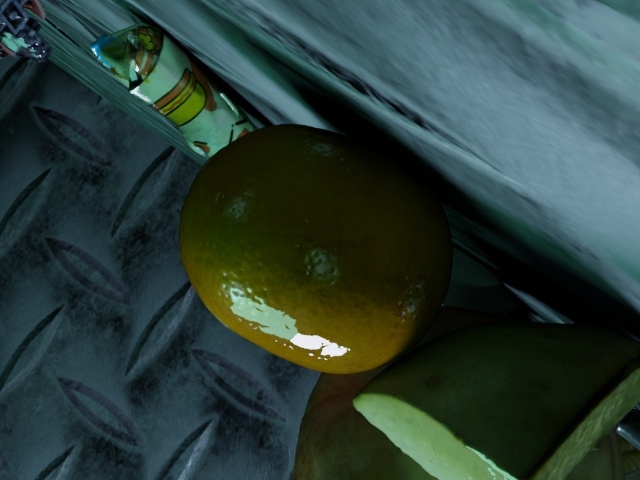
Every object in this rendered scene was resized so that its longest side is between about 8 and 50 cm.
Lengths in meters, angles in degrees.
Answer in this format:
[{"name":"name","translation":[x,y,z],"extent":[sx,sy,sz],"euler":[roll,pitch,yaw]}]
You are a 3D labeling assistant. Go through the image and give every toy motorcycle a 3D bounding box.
[{"name":"toy motorcycle","translation":[-0.341,-0.246,1.298],"extent":[0.118,0.084,0.212],"euler":[36,171,15]}]

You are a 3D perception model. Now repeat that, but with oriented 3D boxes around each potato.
[{"name":"potato","translation":[0.105,0.066,0.714],"extent":[0.120,0.149,0.081],"euler":[37,146,26]}]

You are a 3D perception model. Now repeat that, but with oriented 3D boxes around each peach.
[{"name":"peach","translation":[0.085,0.164,0.841],"extent":[0.214,0.214,0.235],"euler":[34,153,27]}]

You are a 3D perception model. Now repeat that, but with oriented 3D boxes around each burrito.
[{"name":"burrito","translation":[-0.087,-0.091,1.014],"extent":[0.104,0.054,0.288],"euler":[34,178,38]}]

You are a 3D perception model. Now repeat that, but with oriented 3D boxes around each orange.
[{"name":"orange","translation":[0.000,0.000,0.721],"extent":[0.156,0.124,0.156],"euler":[29,-163,-10]}]

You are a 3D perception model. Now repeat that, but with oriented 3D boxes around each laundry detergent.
[{"name":"laundry detergent","translation":[0.077,0.032,0.956],"extent":[0.225,0.070,0.099],"euler":[35,171,33]}]

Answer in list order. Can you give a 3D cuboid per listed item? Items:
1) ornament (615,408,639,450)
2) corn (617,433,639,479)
[{"name":"ornament","translation":[0.235,0.146,0.960],"extent":[0.236,0.080,0.202],"euler":[31,173,35]},{"name":"corn","translation":[0.226,0.214,1.081],"extent":[0.305,0.122,0.123],"euler":[3,-141,-48]}]
